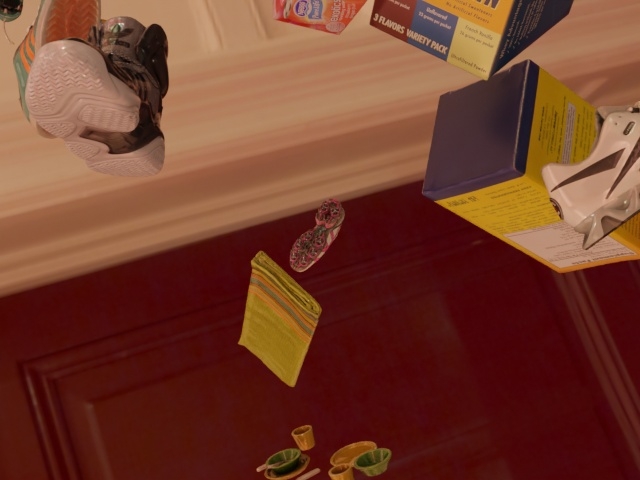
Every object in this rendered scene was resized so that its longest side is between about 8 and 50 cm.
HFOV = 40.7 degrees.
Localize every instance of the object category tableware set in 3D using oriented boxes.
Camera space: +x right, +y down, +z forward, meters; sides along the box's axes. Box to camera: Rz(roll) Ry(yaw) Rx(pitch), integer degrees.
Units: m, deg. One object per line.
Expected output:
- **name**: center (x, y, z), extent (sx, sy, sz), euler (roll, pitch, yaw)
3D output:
- **tableware set**: center (0.001, 0.211, 0.840), extent (0.154, 0.104, 0.024), euler (2, 113, 67)

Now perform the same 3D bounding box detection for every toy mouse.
- **toy mouse**: center (-0.450, -0.312, 1.139), extent (0.143, 0.161, 0.031), euler (53, 146, -6)

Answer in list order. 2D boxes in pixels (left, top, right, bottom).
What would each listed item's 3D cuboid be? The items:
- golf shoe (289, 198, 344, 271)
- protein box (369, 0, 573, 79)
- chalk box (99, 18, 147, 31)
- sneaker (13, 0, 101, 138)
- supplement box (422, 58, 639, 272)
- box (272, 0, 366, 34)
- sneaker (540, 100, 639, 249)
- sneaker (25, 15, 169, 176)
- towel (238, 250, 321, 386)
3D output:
- **golf shoe**: center (0.000, 0.000, 1.948), extent (0.067, 0.186, 0.086), euler (28, 163, 26)
- **protein box**: center (0.171, -0.297, 0.816), extent (0.136, 0.201, 0.200), euler (31, 135, 20)
- **chalk box**: center (-0.475, -0.384, 1.784), extent (0.132, 0.213, 0.132), euler (4, 93, 37)
- **sneaker**: center (-0.458, -0.329, 1.451), extent (0.121, 0.108, 0.302), euler (39, 122, 30)
- **supplement box**: center (0.370, -0.107, 1.416), extent (0.194, 0.356, 0.195), euler (-15, 56, 51)
- **box**: center (0.002, -0.475, 1.361), extent (0.128, 0.122, 0.257), euler (144, 131, -61)
- **sneaker**: center (0.438, -0.139, 1.118), extent (0.146, 0.330, 0.122), euler (56, 178, 12)
- **sneaker**: center (-0.219, -0.171, 0.875), extent (0.268, 0.101, 0.153), euler (81, -170, -75)
- **towel**: center (-0.055, 0.106, 1.056), extent (0.102, 0.021, 0.237), euler (43, 152, 15)
